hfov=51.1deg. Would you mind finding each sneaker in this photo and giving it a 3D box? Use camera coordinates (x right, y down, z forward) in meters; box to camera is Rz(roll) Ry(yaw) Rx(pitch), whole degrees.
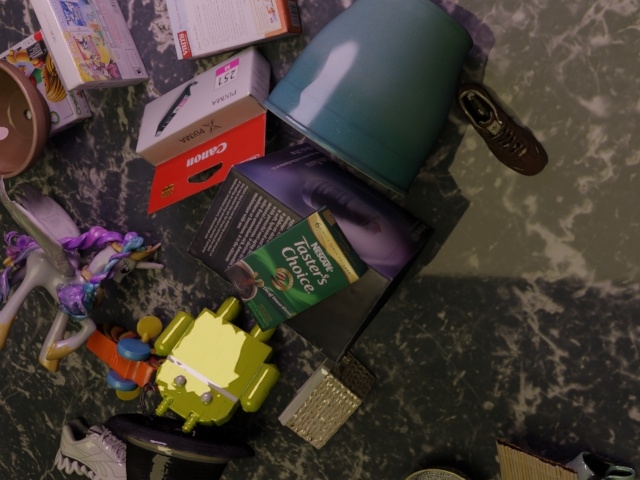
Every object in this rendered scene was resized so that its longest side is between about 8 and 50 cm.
[{"bbox_3d":[-0.506,0.509,1.585,0.292,0.110,0.118,10,99,21],"label":"sneaker"},{"bbox_3d":[0.510,0.469,1.124,0.256,0.094,0.151,36,122,14],"label":"sneaker"},{"bbox_3d":[0.281,-0.172,1.068,0.188,0.071,0.066,47,117,6],"label":"sneaker"}]

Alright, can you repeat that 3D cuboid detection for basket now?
[{"bbox_3d":[0.015,0.303,1.293,0.103,0.113,0.167,40,116,5],"label":"basket"}]

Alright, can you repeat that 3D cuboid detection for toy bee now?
[{"bbox_3d":[-0.378,0.282,1.451,0.195,0.162,0.298,-51,54,24],"label":"toy bee"}]

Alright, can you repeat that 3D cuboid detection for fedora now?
[{"bbox_3d":[-0.291,0.450,1.338,0.334,0.334,0.152,9,78,21],"label":"fedora"}]

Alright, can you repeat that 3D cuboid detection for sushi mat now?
[{"bbox_3d":[0.387,0.495,1.168,0.151,0.019,0.316,10,122,44],"label":"sushi mat"}]

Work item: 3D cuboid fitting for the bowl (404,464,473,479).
[{"bbox_3d":[0.237,0.487,1.261,0.170,0.080,0.170,6,106,22],"label":"bowl"}]

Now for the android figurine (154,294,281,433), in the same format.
[{"bbox_3d":[-0.208,0.243,1.306,0.248,0.273,0.056,31,155,14],"label":"android figurine"}]

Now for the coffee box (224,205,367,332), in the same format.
[{"bbox_3d":[-0.038,0.043,0.949,0.184,0.040,0.113,-30,93,27],"label":"coffee box"}]

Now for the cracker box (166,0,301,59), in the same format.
[{"bbox_3d":[-0.161,-0.423,1.197,0.232,0.067,0.155,-6,100,24],"label":"cracker box"}]

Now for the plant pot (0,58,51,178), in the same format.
[{"bbox_3d":[-0.633,-0.253,1.366,0.237,0.110,0.237,7,109,22],"label":"plant pot"}]

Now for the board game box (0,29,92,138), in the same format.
[{"bbox_3d":[-0.653,-0.303,1.452,0.305,0.053,0.193,-18,97,26],"label":"board game box"}]

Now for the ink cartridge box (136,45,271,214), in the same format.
[{"bbox_3d":[-0.219,-0.198,1.208,0.275,0.239,0.060,-20,140,27],"label":"ink cartridge box"}]

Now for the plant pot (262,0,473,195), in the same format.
[{"bbox_3d":[0.090,-0.248,1.038,0.272,0.272,0.255,35,101,12],"label":"plant pot"}]

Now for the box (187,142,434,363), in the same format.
[{"bbox_3d":[0.000,0.000,1.111,0.294,0.296,0.182,36,115,8],"label":"box"}]

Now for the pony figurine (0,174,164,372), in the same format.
[{"bbox_3d":[-0.557,0.055,1.386,0.351,0.303,0.363,41,89,-15],"label":"pony figurine"}]

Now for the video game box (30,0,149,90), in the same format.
[{"bbox_3d":[-0.433,-0.387,1.259,0.048,0.187,0.205,-19,95,27],"label":"video game box"}]
